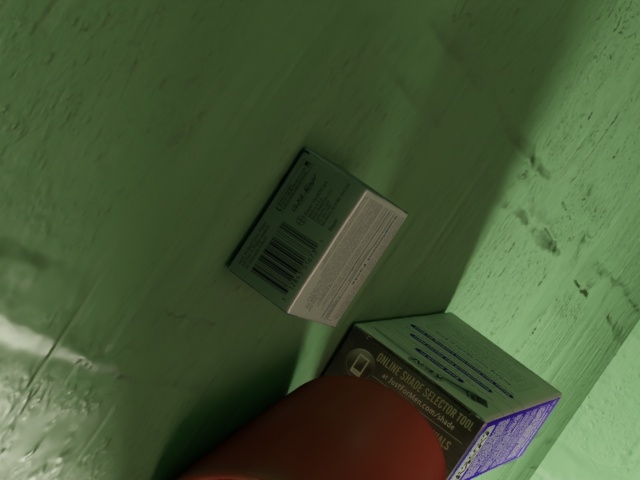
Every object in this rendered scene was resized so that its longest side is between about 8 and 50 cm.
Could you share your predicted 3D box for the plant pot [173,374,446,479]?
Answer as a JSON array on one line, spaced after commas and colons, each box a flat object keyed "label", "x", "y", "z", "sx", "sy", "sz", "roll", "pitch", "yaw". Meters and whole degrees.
[{"label": "plant pot", "x": -0.005, "y": 0.277, "z": 1.583, "sx": 0.243, "sy": 0.275, "sz": 0.275, "roll": -46, "pitch": 161, "yaw": -52}]

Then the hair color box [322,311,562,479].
[{"label": "hair color box", "x": 0.145, "y": 0.181, "z": 1.860, "sx": 0.110, "sy": 0.185, "sz": 0.339, "roll": -58, "pitch": 161, "yaw": 11}]

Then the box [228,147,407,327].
[{"label": "box", "x": 0.000, "y": 0.000, "z": 1.387, "sx": 0.126, "sy": 0.072, "sz": 0.137, "roll": -57, "pitch": 160, "yaw": 3}]
